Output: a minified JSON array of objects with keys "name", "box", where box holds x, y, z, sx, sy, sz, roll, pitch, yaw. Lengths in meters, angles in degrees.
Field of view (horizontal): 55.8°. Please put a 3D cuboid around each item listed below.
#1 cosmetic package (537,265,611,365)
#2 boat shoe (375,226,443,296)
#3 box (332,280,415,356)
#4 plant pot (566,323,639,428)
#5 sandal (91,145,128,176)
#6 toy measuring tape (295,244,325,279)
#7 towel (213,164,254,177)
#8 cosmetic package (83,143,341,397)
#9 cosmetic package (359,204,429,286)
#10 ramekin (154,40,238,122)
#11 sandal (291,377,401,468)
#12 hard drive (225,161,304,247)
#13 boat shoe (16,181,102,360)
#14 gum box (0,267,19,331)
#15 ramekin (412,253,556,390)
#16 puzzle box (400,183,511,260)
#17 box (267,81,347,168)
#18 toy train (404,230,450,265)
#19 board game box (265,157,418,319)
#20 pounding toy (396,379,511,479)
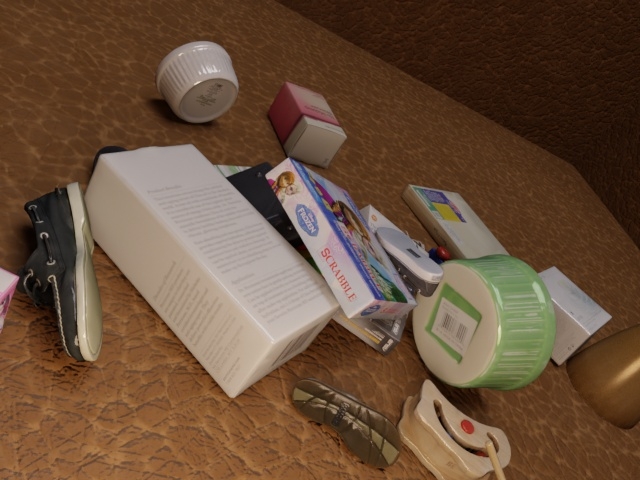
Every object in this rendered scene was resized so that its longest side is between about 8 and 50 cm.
[{"name":"cosmetic package","box":[0.687,0.209,1.758,0.225,0.138,0.224,46,32,24]},{"name":"boat shoe","box":[0.191,0.049,1.366,0.080,0.076,0.228,-4,31,-34]},{"name":"box","box":[0.113,0.133,1.381,0.183,0.056,0.231,34,30,-1]},{"name":"plant pot","box":[0.850,0.339,1.634,0.237,0.254,0.237,25,33,-18]},{"name":"sandal","box":[-0.435,-0.126,1.224,0.067,0.040,0.179,19,48,-16]},{"name":"toy measuring tape","box":[0.000,0.000,1.389,0.121,0.121,0.330,32,31,-7]},{"name":"towel","box":[-0.188,-0.141,1.503,0.152,0.023,0.113,-3,50,-50]},{"name":"cosmetic package","box":[-0.204,0.033,1.102,0.453,0.161,0.230,46,32,16]},{"name":"cosmetic package","box":[0.181,0.019,1.523,0.239,0.060,0.099,36,41,-30]},{"name":"ramekin","box":[-0.311,-0.399,1.563,0.207,0.207,0.109,-4,57,-47]},{"name":"sandal","box":[0.048,0.313,1.067,0.219,0.090,0.060,30,8,4]},{"name":"hard drive","box":[-0.137,-0.059,1.321,0.172,0.054,0.255,-23,50,-12]},{"name":"boat shoe","box":[-0.411,0.047,0.937,0.113,0.127,0.340,-12,56,-14]},{"name":"gum box","box":[-0.511,0.063,0.812,0.188,0.107,0.062,29,31,-11]},{"name":"ramekin","box":[0.338,0.178,1.317,0.148,0.303,0.303,3,43,-32]},{"name":"puzzle box","box":[0.457,-0.015,1.931,0.272,0.052,0.409,5,42,-41]},{"name":"box","box":[-0.044,-0.349,1.822,0.148,0.127,0.232,12,38,-35]},{"name":"toy train","box":[0.330,0.073,1.646,0.143,0.105,0.248,21,32,-42]},{"name":"board game box","box":[0.054,0.009,1.221,0.319,0.066,0.318,59,15,18]},{"name":"pounding toy","box":[0.286,0.368,1.130,0.269,0.155,0.154,46,36,17]}]
